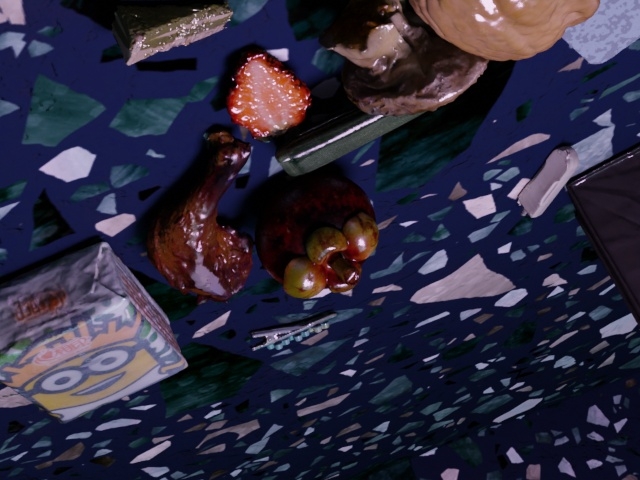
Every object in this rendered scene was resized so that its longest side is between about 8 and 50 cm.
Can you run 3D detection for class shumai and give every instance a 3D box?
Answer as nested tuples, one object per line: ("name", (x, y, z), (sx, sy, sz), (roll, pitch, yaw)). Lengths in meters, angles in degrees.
("shumai", (0.089, -0.229, 1.301), (0.161, 0.209, 0.153), (-44, 118, -2))

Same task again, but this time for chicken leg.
("chicken leg", (-0.161, -0.007, 1.570), (0.158, 0.095, 0.407), (-20, 153, -17))

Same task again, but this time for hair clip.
("hair clip", (-0.051, 0.167, 2.066), (0.173, 0.049, 0.049), (-16, 154, -19))

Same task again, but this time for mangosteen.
("mangosteen", (0.000, 0.000, 1.594), (0.200, 0.199, 0.200), (-19, 154, -9))

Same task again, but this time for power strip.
("power strip", (0.382, -0.095, 1.901), (0.030, 0.047, 0.191), (-17, 154, -28))

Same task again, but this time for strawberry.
("strawberry", (-0.066, -0.180, 1.366), (0.104, 0.048, 0.152), (-16, 141, 1))

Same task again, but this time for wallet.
("wallet", (0.054, -0.154, 1.454), (0.236, 0.055, 0.160), (-27, -178, 3))

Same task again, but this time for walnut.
("walnut", (0.191, -0.300, 1.164), (0.225, 0.224, 0.261), (-32, 152, 18))

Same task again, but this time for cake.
("cake", (-0.160, -0.234, 1.204), (0.140, 0.055, 0.051), (-27, 160, -37))

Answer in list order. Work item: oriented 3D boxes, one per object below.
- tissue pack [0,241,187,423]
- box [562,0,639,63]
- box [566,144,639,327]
("tissue pack", (-0.354, 0.143, 1.652), (0.228, 0.128, 0.311), (-25, 155, -1))
("box", (0.346, -0.326, 1.324), (0.227, 0.130, 0.162), (-35, 137, 26))
("box", (0.622, 0.006, 1.964), (0.251, 0.345, 0.204), (-29, 152, 8))
